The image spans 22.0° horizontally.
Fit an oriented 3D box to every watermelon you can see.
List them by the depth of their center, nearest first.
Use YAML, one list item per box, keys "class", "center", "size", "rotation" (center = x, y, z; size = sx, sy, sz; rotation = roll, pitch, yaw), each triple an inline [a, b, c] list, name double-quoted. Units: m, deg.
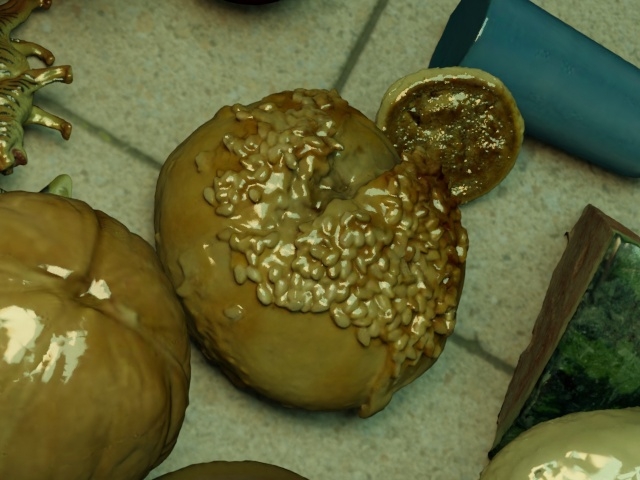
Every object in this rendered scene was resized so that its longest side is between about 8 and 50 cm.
- class: "watermelon"
  center: [0.317, 0.067, 1.568]
  size: [0.283, 0.250, 0.292]
  rotation: [7, 69, -24]

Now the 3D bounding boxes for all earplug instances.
- class: "earplug"
  center: [0.259, -0.154, 1.706]
  size: [0.273, 0.132, 0.132]
  rotation: [26, 62, -13]

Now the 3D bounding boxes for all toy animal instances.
- class: "toy animal"
  center: [-0.285, -0.158, 1.520]
  size: [0.099, 0.056, 0.241]
  rotation: [-2, 53, -23]

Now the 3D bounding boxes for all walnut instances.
- class: "walnut"
  center: [-0.239, 0.106, 1.299]
  size: [0.252, 0.313, 0.277]
  rotation: [-2, 61, -31]

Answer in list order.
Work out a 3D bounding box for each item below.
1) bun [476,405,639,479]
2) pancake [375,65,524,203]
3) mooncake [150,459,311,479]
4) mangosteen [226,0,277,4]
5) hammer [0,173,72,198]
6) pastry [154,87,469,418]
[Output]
- class: "bun"
  center: [0.257, 0.320, 1.443]
  size: [0.360, 0.211, 0.359]
  rotation: [-1, 94, -10]
- class: "pancake"
  center: [0.125, -0.101, 1.635]
  size: [0.158, 0.028, 0.158]
  rotation: [-3, 110, -8]
- class: "mooncake"
  center: [-0.086, 0.330, 1.353]
  size: [0.284, 0.155, 0.284]
  rotation: [7, 68, -16]
- class: "mangosteen"
  center: [-0.042, -0.349, 1.629]
  size: [0.257, 0.215, 0.215]
  rotation: [-26, 79, -44]
- class: "hammer"
  center: [-0.337, -0.031, 1.471]
  size: [0.227, 0.041, 0.158]
  rotation: [5, 67, -19]
- class: "pastry"
  center: [0.000, 0.000, 1.505]
  size: [0.284, 0.184, 0.315]
  rotation: [-35, 84, -28]
